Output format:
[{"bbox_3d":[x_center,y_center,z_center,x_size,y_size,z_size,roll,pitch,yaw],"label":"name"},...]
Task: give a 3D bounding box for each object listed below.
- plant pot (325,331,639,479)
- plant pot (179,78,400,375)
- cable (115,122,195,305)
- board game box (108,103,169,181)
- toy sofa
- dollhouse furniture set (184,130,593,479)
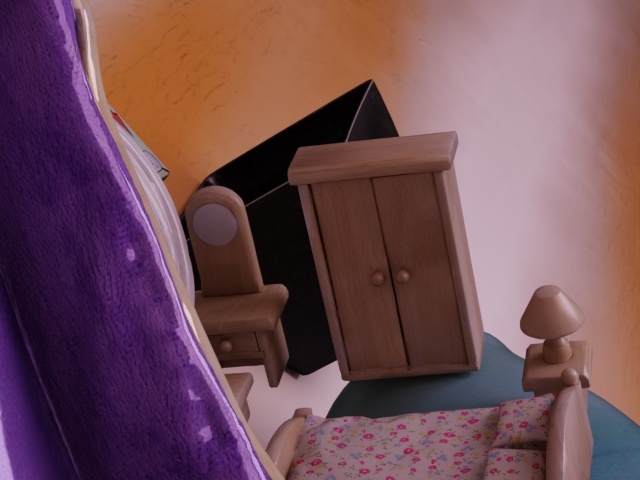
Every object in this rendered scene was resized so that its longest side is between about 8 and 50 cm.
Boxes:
[{"bbox_3d":[0.131,0.205,1.157,0.271,0.272,0.255,25,19,-41],"label":"plant pot"},{"bbox_3d":[0.000,0.000,1.346,0.167,0.187,0.188,55,21,-16],"label":"plant pot"},{"bbox_3d":[-0.197,0.004,1.030,0.257,0.089,0.257,27,46,-37],"label":"cable"},{"bbox_3d":[-0.276,-0.131,1.229,0.317,0.046,0.213,48,23,-1],"label":"board game box"},{"bbox_3d":[-0.172,0.039,0.801,0.150,0.177,0.363,-6,71,-66],"label":"toy sofa"},{"bbox_3d":[0.007,0.085,0.985,0.355,0.303,0.174,-67,148,-61],"label":"dollhouse furniture set"}]
